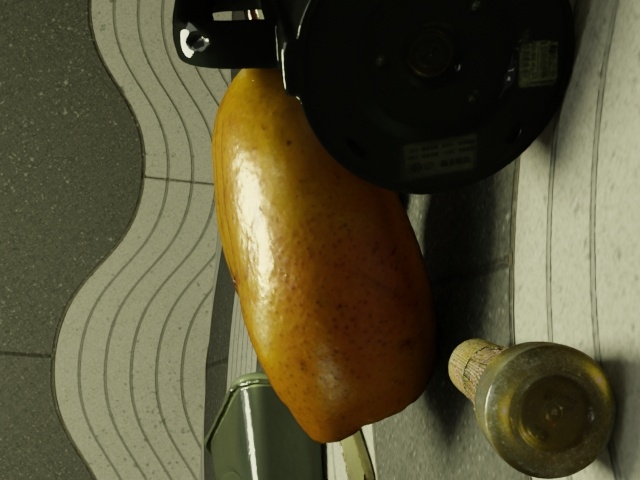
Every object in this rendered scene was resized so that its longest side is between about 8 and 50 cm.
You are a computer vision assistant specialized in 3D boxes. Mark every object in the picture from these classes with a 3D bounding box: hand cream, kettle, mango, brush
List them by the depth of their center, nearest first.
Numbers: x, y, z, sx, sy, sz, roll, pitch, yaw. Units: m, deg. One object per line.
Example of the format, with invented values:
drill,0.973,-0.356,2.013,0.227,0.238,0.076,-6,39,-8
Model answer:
hand cream,0.130,0.103,0.720,0.203,0.084,0.084,-169,85,-83
kettle,0.031,-0.174,0.856,0.203,0.262,0.308,56,-175,-27
mango,0.000,0.000,0.952,0.199,0.201,0.350,-16,92,38
brush,0.026,0.203,1.265,0.336,0.020,0.085,-107,26,-58

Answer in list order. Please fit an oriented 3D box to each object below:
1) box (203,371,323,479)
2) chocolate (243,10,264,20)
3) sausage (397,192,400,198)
box,-0.080,0.317,1.445,0.274,0.138,0.178,113,154,-55
chocolate,0.001,-0.324,1.222,0.283,0.186,0.284,-175,90,-78
sausage,0.047,-0.027,1.152,0.141,0.076,0.076,106,164,-46
